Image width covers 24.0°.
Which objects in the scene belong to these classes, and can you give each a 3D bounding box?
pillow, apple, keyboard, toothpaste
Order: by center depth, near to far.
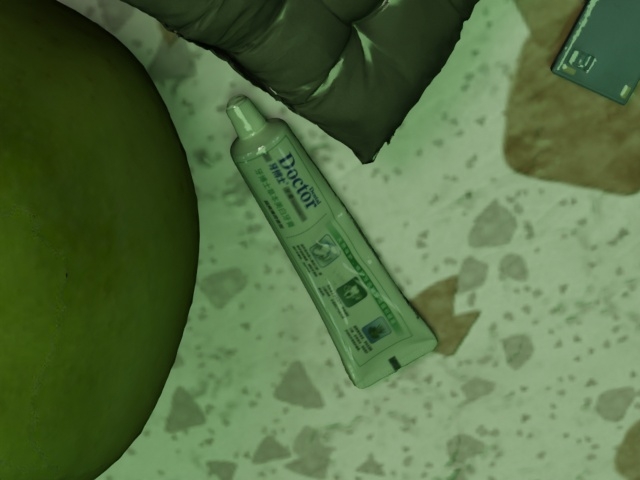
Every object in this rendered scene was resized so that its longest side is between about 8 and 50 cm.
[{"bbox_3d":[-0.014,-0.187,0.780,0.228,0.101,0.326,-52,141,11],"label":"pillow"},{"bbox_3d":[-0.237,0.012,0.800,0.357,0.357,0.357,-1,111,-2],"label":"apple"},{"bbox_3d":[0.204,-0.170,0.915,0.055,0.014,0.176,23,108,-12],"label":"keyboard"},{"bbox_3d":[0.000,0.000,0.959,0.064,0.041,0.218,-31,113,3],"label":"toothpaste"}]
